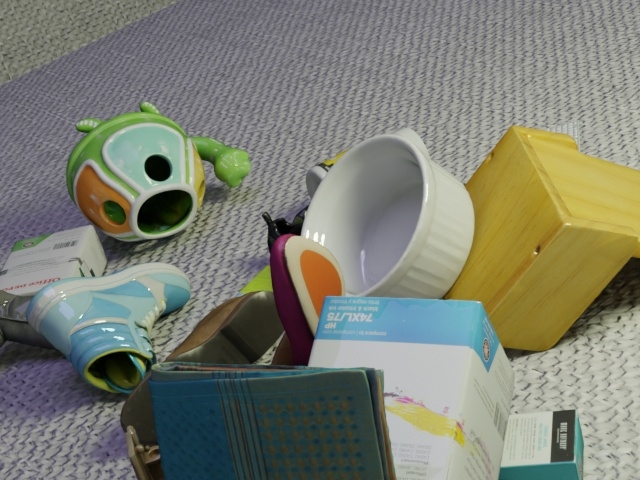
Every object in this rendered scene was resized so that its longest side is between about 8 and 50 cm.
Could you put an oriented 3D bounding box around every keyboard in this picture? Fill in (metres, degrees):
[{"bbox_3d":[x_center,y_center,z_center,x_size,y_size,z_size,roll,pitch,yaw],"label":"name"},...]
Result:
[{"bbox_3d":[0.434,-0.151,2.241,0.072,0.014,0.256,-8,29,15],"label":"keyboard"}]

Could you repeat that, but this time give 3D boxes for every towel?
[{"bbox_3d":[-0.037,0.302,1.319,0.271,0.370,0.040,-2,17,24],"label":"towel"}]

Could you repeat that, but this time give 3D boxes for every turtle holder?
[{"bbox_3d":[-0.317,-0.108,2.390,0.320,0.243,0.227,11,25,-41],"label":"turtle holder"}]

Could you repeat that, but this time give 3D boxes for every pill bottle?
[{"bbox_3d":[0.089,-0.120,2.261,0.208,0.119,0.119,-28,30,-20],"label":"pill bottle"}]

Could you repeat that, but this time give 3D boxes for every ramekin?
[{"bbox_3d":[0.107,-0.013,1.919,0.277,0.135,0.277,-28,51,40],"label":"ramekin"}]

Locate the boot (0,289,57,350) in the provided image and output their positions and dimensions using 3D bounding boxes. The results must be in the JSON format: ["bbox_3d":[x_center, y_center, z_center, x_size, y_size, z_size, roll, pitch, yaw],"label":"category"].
[{"bbox_3d":[-0.494,0.169,2.101,0.209,0.189,0.076,12,-8,1],"label":"boot"}]

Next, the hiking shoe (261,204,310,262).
[{"bbox_3d":[0.000,0.000,2.099,0.227,0.114,0.086,0,33,29],"label":"hiking shoe"}]

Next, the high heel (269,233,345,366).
[{"bbox_3d":[-0.048,0.120,1.661,0.181,0.377,0.127,2,50,23],"label":"high heel"}]

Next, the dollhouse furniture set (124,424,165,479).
[{"bbox_3d":[-0.178,0.276,1.691,0.151,0.123,0.144,-20,28,-5],"label":"dollhouse furniture set"}]

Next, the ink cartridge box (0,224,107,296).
[{"bbox_3d":[-0.495,0.074,2.257,0.160,0.092,0.219,-12,29,10],"label":"ink cartridge box"}]

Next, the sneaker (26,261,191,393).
[{"bbox_3d":[-0.298,0.151,2.012,0.319,0.127,0.208,-12,51,-46],"label":"sneaker"}]

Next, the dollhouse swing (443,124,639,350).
[{"bbox_3d":[0.394,0.026,1.898,0.315,0.305,0.347,-54,21,20],"label":"dollhouse swing"}]

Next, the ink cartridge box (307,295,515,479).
[{"bbox_3d":[0.095,0.229,1.441,0.197,0.198,0.270,1,59,23],"label":"ink cartridge box"}]

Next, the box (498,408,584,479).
[{"bbox_3d":[0.203,0.274,1.553,0.244,0.060,0.100,-7,31,17],"label":"box"}]

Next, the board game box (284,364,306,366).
[{"bbox_3d":[-0.040,0.293,1.544,0.042,0.165,0.243,-7,30,17],"label":"board game box"}]

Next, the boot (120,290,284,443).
[{"bbox_3d":[-0.185,0.189,1.872,0.305,0.112,0.115,-41,21,-21],"label":"boot"}]

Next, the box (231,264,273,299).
[{"bbox_3d":[-0.094,0.108,2.032,0.109,0.042,0.178,6,36,37],"label":"box"}]
